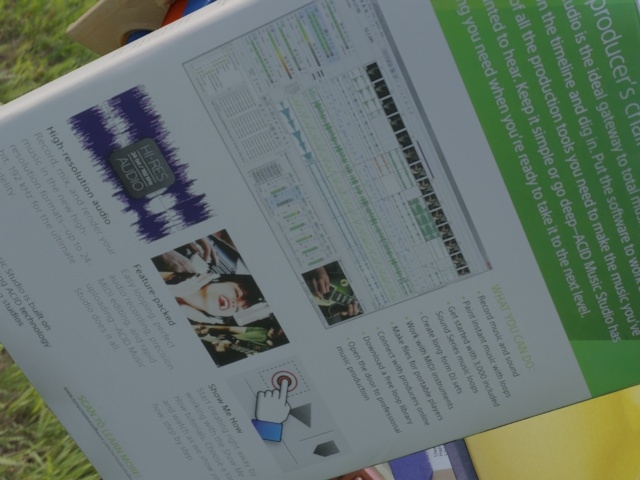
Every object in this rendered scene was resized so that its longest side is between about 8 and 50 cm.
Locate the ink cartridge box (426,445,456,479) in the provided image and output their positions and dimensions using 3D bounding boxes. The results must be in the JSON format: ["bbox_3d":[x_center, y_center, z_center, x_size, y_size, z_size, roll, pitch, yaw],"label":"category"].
[{"bbox_3d":[0.142,0.166,0.940,0.193,0.088,0.235,77,5,-72],"label":"ink cartridge box"}]

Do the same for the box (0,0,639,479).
[{"bbox_3d":[0.000,0.000,0.385,0.058,0.322,0.232,-77,144,-62],"label":"box"}]

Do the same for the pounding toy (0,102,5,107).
[{"bbox_3d":[-0.298,-0.066,0.742,0.237,0.110,0.183,32,-3,3],"label":"pounding toy"}]

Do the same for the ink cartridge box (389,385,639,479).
[{"bbox_3d":[0.164,0.124,0.506,0.072,0.307,0.304,7,60,-60],"label":"ink cartridge box"}]

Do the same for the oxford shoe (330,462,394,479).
[{"bbox_3d":[0.034,0.241,0.864,0.146,0.140,0.397,-4,53,-54],"label":"oxford shoe"}]

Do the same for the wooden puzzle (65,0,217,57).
[{"bbox_3d":[-0.062,-0.149,0.827,0.322,0.348,0.080,28,73,-31],"label":"wooden puzzle"}]
